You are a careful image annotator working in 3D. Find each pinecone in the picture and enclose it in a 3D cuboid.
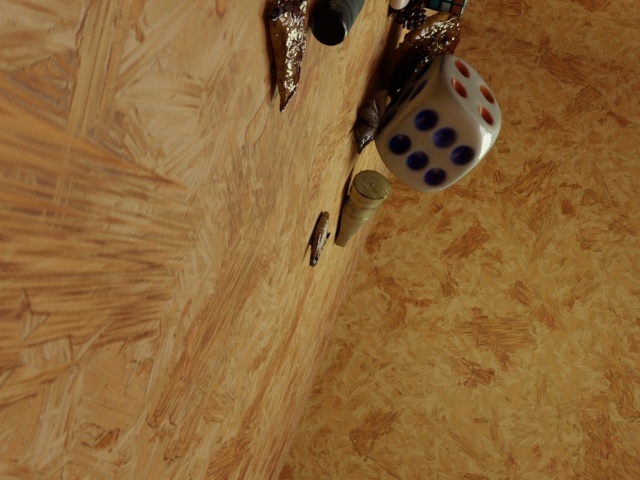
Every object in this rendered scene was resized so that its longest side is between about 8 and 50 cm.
[{"bbox_3d":[0.237,-0.621,1.432,0.109,0.102,0.102,42,63,-48],"label":"pinecone"}]

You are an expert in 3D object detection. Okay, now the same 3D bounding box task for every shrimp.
[{"bbox_3d":[-0.008,-0.002,1.436,0.095,0.045,0.163,155,-48,-73],"label":"shrimp"}]

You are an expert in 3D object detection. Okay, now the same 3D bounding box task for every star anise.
[{"bbox_3d":[0.139,-0.342,1.515,0.195,0.065,0.182,-61,171,10],"label":"star anise"}]

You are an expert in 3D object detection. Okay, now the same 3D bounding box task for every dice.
[{"bbox_3d":[0.351,-0.353,1.616,0.304,0.277,0.304,-37,-160,39],"label":"dice"}]

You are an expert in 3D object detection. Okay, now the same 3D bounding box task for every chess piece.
[{"bbox_3d":[0.122,-0.097,1.813,0.137,0.137,0.301,-64,-179,-41],"label":"chess piece"}]

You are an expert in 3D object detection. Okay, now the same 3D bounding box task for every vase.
[{"bbox_3d":[0.044,-0.391,0.844,0.060,0.059,0.211,96,13,-54],"label":"vase"}]

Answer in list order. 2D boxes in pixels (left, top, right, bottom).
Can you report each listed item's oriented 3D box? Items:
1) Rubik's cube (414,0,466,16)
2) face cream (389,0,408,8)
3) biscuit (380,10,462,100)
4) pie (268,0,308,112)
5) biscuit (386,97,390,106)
[{"bbox_3d":[0.384,-0.825,1.631,0.184,0.187,0.182,96,16,-46],"label":"Rubik's cube"},{"bbox_3d":[0.203,-0.660,1.276,0.198,0.057,0.084,93,18,-66],"label":"face cream"},{"bbox_3d":[0.311,-0.587,1.685,0.289,0.081,0.334,-31,164,-19],"label":"biscuit"},{"bbox_3d":[-0.039,-0.254,0.694,0.170,0.034,0.092,88,26,-65],"label":"pie"},{"bbox_3d":[0.216,-0.452,1.875,0.188,0.027,0.188,18,90,-80],"label":"biscuit"}]
